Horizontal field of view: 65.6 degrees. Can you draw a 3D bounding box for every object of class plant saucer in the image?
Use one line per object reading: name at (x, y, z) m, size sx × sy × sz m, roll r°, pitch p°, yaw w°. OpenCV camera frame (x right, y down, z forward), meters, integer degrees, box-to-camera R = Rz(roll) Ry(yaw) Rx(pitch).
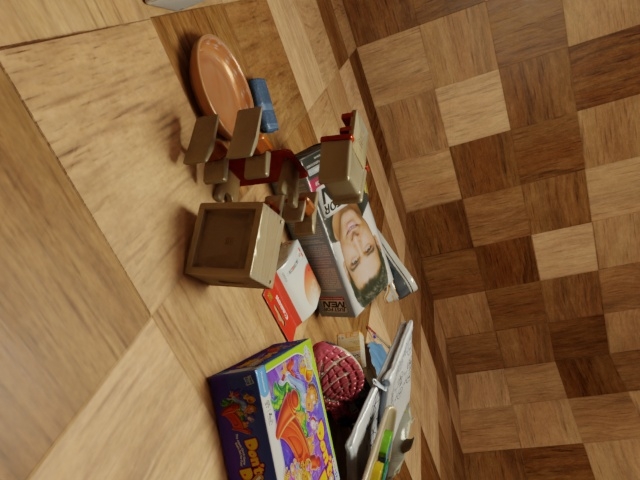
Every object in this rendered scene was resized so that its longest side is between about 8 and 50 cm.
plant saucer at (-0.182, -0.274, 0.915) m, size 0.200 × 0.037 × 0.200 m, roll -14°, pitch 90°, yaw -72°

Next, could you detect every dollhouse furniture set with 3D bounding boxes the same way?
dollhouse furniture set at (-0.054, -0.126, 0.842) m, size 0.262 × 0.258 × 0.135 m, roll 51°, pitch 41°, yaw -56°

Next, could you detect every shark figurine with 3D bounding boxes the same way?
shark figurine at (0.208, 0.524, 1.436) m, size 0.278 × 0.116 × 0.166 m, roll -69°, pitch 176°, yaw -48°

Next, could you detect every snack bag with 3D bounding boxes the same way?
snack bag at (0.136, 0.395, 1.091) m, size 0.343 × 0.037 × 0.323 m, roll -52°, pitch 148°, yaw -43°

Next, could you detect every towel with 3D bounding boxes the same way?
towel at (-0.129, -0.299, 1.107) m, size 0.067 × 0.029 × 0.120 m, roll -40°, pitch 116°, yaw -70°

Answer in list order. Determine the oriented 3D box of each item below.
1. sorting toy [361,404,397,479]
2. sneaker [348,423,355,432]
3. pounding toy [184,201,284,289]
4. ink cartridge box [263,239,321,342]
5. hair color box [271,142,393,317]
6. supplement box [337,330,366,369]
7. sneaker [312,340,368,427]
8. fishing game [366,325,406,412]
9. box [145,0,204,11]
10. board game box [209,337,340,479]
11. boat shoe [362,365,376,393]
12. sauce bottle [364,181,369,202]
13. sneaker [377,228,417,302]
sorting toy at (0.107, 0.457, 0.967) m, size 0.208 × 0.038 × 0.193 m, roll -48°, pitch 146°, yaw -51°
sneaker at (0.080, 0.439, 1.192) m, size 0.109 × 0.040 × 0.044 m, roll 42°, pitch 40°, yaw -60°
pounding toy at (-0.132, 0.003, 0.754) m, size 0.100 × 0.141 × 0.130 m, roll 42°, pitch 53°, yaw -60°
ink cartridge box at (-0.053, 0.104, 1.025) m, size 0.179 × 0.045 × 0.146 m, roll -79°, pitch 150°, yaw -57°
hair color box at (0.032, -0.029, 1.156) m, size 0.185 × 0.113 × 0.375 m, roll -36°, pitch 113°, yaw -45°
supplement box at (0.079, 0.284, 1.261) m, size 0.036 × 0.062 × 0.099 m, roll 51°, pitch 30°, yaw -55°
sneaker at (0.023, 0.288, 1.026) m, size 0.112 × 0.120 × 0.299 m, roll 56°, pitch -10°, yaw 39°
fishing game at (0.194, 0.390, 1.499) m, size 0.189 × 0.041 × 0.264 m, roll 43°, pitch 21°, yaw -30°
box at (-0.226, -0.428, 0.789) m, size 0.101 × 0.101 × 0.087 m, roll -55°, pitch 131°, yaw -68°
board game box at (-0.053, 0.353, 0.791) m, size 0.233 × 0.078 × 0.348 m, roll -3°, pitch 80°, yaw -72°
boat shoe at (0.115, 0.378, 1.234) m, size 0.254 × 0.079 × 0.095 m, roll 64°, pitch 7°, yaw -63°
sauce bottle at (0.093, -0.142, 1.531) m, size 0.111 × 0.111 × 0.345 m, roll 32°, pitch 48°, yaw -65°
sneaker at (0.189, 0.066, 1.682) m, size 0.321 × 0.127 × 0.126 m, roll 58°, pitch 0°, yaw 31°
